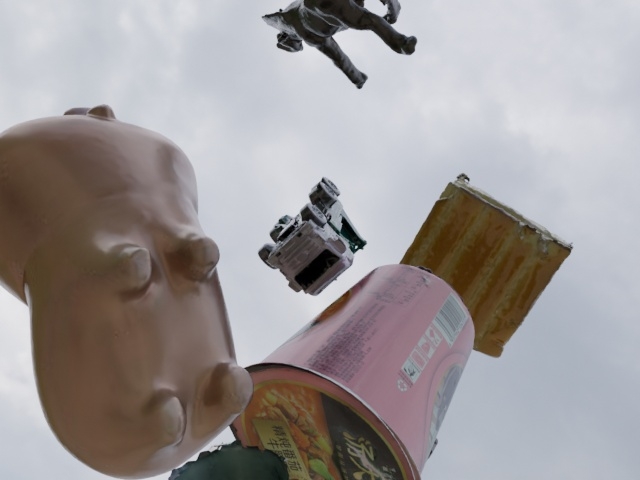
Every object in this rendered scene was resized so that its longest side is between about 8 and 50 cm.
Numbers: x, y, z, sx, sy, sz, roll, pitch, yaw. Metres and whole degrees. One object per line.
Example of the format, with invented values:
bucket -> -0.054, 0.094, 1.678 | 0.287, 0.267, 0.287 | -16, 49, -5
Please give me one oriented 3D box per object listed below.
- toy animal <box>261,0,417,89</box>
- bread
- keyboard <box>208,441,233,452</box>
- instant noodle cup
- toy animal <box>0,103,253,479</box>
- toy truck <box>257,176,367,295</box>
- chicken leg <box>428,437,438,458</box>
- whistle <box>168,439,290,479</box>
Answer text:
toy animal -> 0.016, -0.247, 0.814 | 0.148, 0.084, 0.233 | 15, -7, -16
bread -> 0.273, 0.043, 1.244 | 0.239, 0.111, 0.246 | 31, -76, 10
keyboard -> -0.185, 0.387, 1.293 | 0.017, 0.055, 0.166 | 37, -26, -7
instant noodle cup -> 0.057, 0.159, 0.822 | 0.244, 0.255, 0.244 | 18, -52, 24
toy animal -> -0.184, 0.040, 0.641 | 0.269, 0.237, 0.326 | -9, -92, 44
toy truck -> 0.000, 0.000, 1.009 | 0.116, 0.216, 0.110 | 44, -74, -7
chicken leg -> 0.139, 0.254, 1.294 | 0.113, 0.093, 0.304 | -20, -98, 39
whistle -> -0.014, 0.242, 0.370 | 0.062, 0.062, 0.312 | 4, -61, 30
